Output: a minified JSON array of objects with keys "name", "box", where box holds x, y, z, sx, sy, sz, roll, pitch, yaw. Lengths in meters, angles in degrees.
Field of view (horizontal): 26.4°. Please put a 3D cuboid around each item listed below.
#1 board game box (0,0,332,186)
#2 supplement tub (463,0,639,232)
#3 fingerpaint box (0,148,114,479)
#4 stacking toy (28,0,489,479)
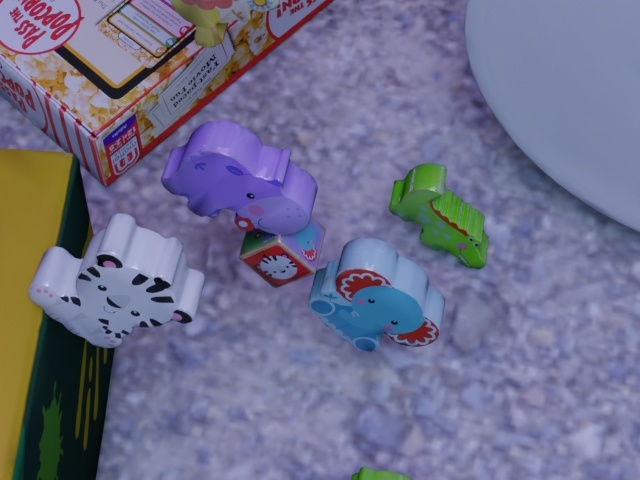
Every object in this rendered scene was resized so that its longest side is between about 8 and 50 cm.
[{"name":"board game box","box":[-0.089,-0.139,0.693,0.147,0.045,0.193,40,68,20]},{"name":"supplement tub","box":[0.222,-0.175,0.605,0.235,0.235,0.324,25,63,14]},{"name":"fingerpaint box","box":[-0.318,0.149,0.458,0.445,0.163,0.371,3,60,1]},{"name":"stacking toy","box":[0.000,0.000,0.524,0.052,0.221,0.167,-22,41,36]}]
